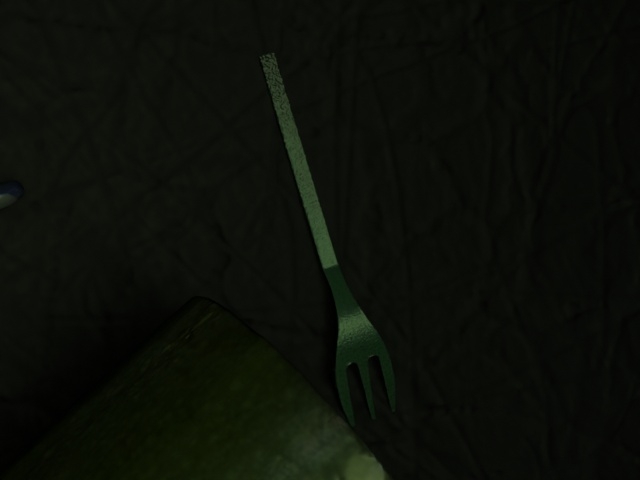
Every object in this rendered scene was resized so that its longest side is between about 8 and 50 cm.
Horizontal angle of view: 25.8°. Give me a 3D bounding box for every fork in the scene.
[{"bbox_3d":[0.001,0.000,0.848,0.039,0.021,0.235,-19,97,-17],"label":"fork"}]

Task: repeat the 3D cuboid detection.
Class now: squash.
[{"bbox_3d":[-0.118,0.247,0.701,0.384,0.263,0.263,-42,102,-10],"label":"squash"}]

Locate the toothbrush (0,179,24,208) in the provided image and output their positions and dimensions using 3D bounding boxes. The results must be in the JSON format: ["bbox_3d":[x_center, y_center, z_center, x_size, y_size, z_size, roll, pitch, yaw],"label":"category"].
[{"bbox_3d":[-0.271,0.054,0.775,0.269,0.021,0.027,-42,107,-11],"label":"toothbrush"}]
